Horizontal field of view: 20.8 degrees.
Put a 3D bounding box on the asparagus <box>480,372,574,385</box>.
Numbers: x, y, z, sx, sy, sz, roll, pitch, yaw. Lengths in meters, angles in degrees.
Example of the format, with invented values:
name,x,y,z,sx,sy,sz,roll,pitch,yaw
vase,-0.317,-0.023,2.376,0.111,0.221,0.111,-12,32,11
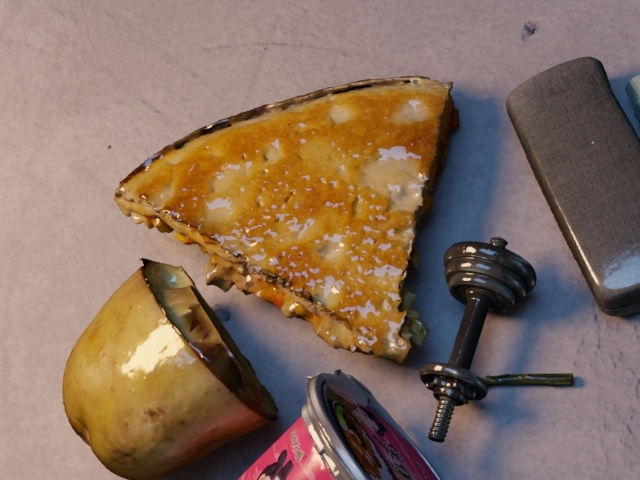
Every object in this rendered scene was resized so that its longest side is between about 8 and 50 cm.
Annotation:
name,x,y,z,sx,sy,sz,roll,pitch,yaw
asparagus,0.225,0.159,1.984,0.127,0.015,0.018,-4,61,18

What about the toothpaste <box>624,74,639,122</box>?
name,x,y,z,sx,sy,sz,roll,pitch,yaw
toothpaste,0.439,-0.080,2.012,0.297,0.048,0.075,61,137,33

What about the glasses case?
name,x,y,z,sx,sy,sz,roll,pitch,yaw
glasses case,0.326,-0.066,2.033,0.131,0.074,0.323,-25,58,7

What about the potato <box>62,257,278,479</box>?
name,x,y,z,sx,sy,sz,roll,pitch,yaw
potato,-0.192,0.168,2.015,0.242,0.242,0.285,-38,45,-3

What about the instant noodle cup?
name,x,y,z,sx,sy,sz,roll,pitch,yaw
instant noodle cup,0.017,0.296,1.870,0.181,0.258,0.302,-42,23,12

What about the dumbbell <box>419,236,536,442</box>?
name,x,y,z,sx,sy,sz,roll,pitch,yaw
dumbbell,0.166,0.109,1.972,0.110,0.110,0.255,10,66,24

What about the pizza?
name,x,y,z,sx,sy,sz,roll,pitch,yaw
pizza,0.000,0.000,2.085,0.439,0.130,0.406,-19,59,-4
